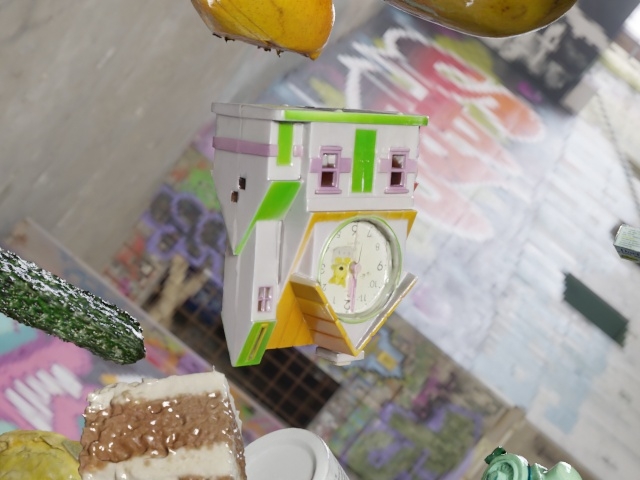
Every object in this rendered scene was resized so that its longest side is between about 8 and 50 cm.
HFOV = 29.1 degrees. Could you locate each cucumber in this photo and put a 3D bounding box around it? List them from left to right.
[{"bbox_3d":[-0.395,0.104,1.878,0.096,0.359,0.096,-21,-125,34],"label":"cucumber"}]

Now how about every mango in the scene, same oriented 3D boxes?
[{"bbox_3d":[-0.083,-0.336,1.726,0.153,0.126,0.252,-5,168,37],"label":"mango"},{"bbox_3d":[0.201,-0.465,1.880,0.232,0.445,0.300,-54,149,-42],"label":"mango"}]

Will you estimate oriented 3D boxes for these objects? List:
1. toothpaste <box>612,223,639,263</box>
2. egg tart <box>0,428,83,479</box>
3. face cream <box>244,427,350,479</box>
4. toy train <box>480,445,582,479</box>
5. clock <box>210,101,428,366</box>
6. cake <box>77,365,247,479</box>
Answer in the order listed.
[{"bbox_3d":[0.458,0.020,1.577,0.034,0.164,0.046,-63,144,-15],"label":"toothpaste"},{"bbox_3d":[-0.379,0.428,1.645,0.345,0.345,0.132,-51,171,19],"label":"egg tart"},{"bbox_3d":[0.019,0.404,1.542,0.145,0.370,0.145,-18,-144,14],"label":"face cream"},{"bbox_3d":[0.201,0.328,1.302,0.203,0.112,0.163,-46,-150,24],"label":"toy train"},{"bbox_3d":[0.000,0.000,1.427,0.235,0.166,0.310,-3,101,-39],"label":"clock"},{"bbox_3d":[-0.127,0.193,1.029,0.134,0.135,0.147,81,4,-63],"label":"cake"}]
